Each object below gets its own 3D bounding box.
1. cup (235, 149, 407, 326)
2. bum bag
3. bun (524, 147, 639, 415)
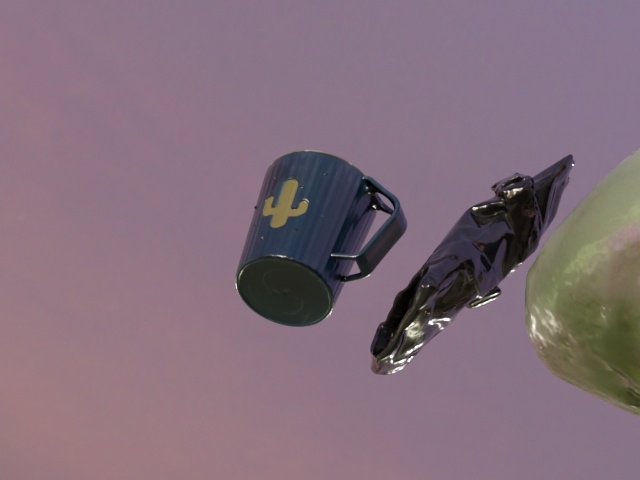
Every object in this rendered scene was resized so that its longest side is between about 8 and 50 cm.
[{"bbox_3d":[0.000,0.000,1.497,0.176,0.155,0.131,-4,-47,26],"label":"cup"},{"bbox_3d":[0.150,0.018,1.336,0.074,0.310,0.137,37,-36,14],"label":"bum bag"},{"bbox_3d":[0.304,0.052,1.032,0.293,0.187,0.293,-14,-37,-11],"label":"bun"}]
